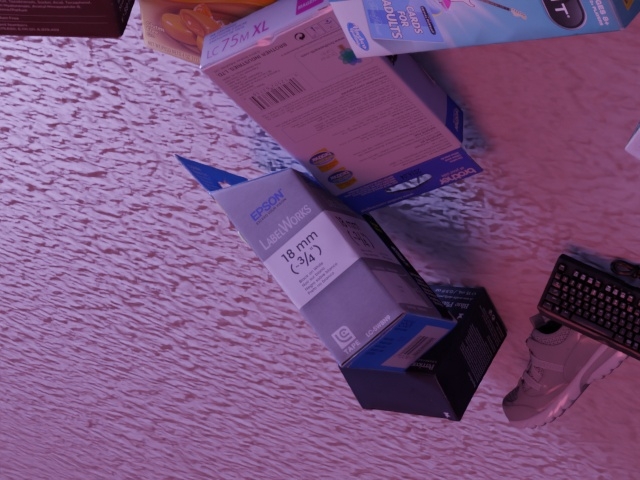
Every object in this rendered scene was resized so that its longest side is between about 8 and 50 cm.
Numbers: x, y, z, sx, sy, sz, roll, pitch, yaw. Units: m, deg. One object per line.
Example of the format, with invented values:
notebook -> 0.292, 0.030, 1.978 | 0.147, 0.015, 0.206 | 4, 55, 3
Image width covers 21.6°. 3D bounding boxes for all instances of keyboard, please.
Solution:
keyboard -> 0.356, 0.074, 1.988 | 0.180, 0.108, 0.023 | 25, -174, 16

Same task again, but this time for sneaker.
sneaker -> 0.304, 0.139, 2.127 | 0.115, 0.105, 0.281 | 44, 138, 5

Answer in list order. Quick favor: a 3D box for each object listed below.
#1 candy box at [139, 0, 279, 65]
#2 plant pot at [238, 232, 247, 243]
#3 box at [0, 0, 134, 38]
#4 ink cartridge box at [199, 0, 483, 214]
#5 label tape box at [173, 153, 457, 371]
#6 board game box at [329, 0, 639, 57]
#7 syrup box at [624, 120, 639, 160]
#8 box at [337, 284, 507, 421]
candy box -> -0.112, -0.323, 1.867 | 0.182, 0.088, 0.316 | 20, 146, 15
plant pot -> -0.063, -0.007, 2.252 | 0.083, 0.083, 0.079 | 19, 157, 20
box -> -0.300, -0.354, 1.877 | 0.167, 0.168, 0.203 | 3, 140, 9
ink cartridge box -> 0.031, -0.155, 1.905 | 0.185, 0.065, 0.311 | -21, 133, 30
label tape box -> 0.000, 0.000, 2.038 | 0.334, 0.106, 0.240 | 51, -169, 16
board game box -> 0.124, -0.313, 1.622 | 0.336, 0.079, 0.254 | 0, 128, 44
syrup box -> 0.398, -0.157, 1.649 | 0.096, 0.093, 0.237 | 32, 147, 3
box -> 0.134, 0.142, 2.194 | 0.156, 0.158, 0.093 | 3, 136, 37
